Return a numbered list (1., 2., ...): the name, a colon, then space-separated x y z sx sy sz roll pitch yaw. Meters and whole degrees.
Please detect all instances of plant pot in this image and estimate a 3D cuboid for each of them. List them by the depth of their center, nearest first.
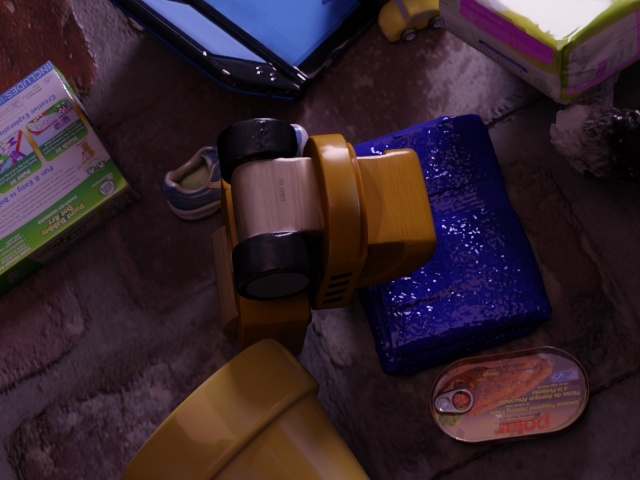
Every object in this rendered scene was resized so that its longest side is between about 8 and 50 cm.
1. plant pot: -0.062 0.282 1.555 0.254 0.254 0.239 -44 78 -4

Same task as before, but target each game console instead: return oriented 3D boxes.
1. game console: -0.114 -0.337 1.856 0.293 0.250 0.173 38 110 26

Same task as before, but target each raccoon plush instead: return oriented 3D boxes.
1. raccoon plush: 0.453 0.035 1.552 0.446 0.216 0.299 14 83 39

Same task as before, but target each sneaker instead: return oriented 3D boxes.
1. sneaker: 0.338 -0.175 1.700 0.071 0.083 0.190 0 70 15
2. sneaker: -0.112 -0.095 1.801 0.211 0.081 0.080 -29 62 2

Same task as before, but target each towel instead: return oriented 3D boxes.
1. towel: 0.138 -0.003 1.693 0.228 0.076 0.308 -21 64 8

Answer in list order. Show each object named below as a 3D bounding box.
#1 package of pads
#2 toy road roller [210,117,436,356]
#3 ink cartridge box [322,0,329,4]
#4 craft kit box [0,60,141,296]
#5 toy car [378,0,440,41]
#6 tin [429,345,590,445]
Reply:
1. package of pads: 0.330 -0.308 1.676 0.297 0.101 0.229 -32 49 -22
2. toy road roller: 0.000 0.000 1.626 0.241 0.329 0.202 -5 66 -10
3. ink cartridge box: 0.104 -0.466 1.838 0.186 0.065 0.311 -17 51 49
4. craft kit box: -0.416 -0.088 1.898 0.250 0.061 0.246 -35 64 1
5. toy car: 0.215 -0.342 1.819 0.225 0.053 0.239 30 80 25
6. tin: 0.226 0.188 1.612 0.190 0.040 0.106 -9 63 13
